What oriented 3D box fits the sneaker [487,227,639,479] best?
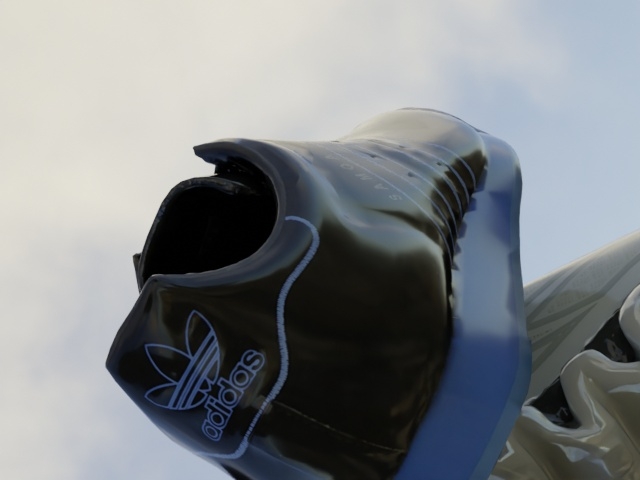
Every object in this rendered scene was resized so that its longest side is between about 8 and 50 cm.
[{"bbox_3d":[0.056,0.076,0.519,0.292,0.118,0.110,-32,-76,-11],"label":"sneaker"}]

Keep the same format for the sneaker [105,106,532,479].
[{"bbox_3d":[0.000,0.000,0.473,0.081,0.090,0.232,-59,8,15],"label":"sneaker"}]
